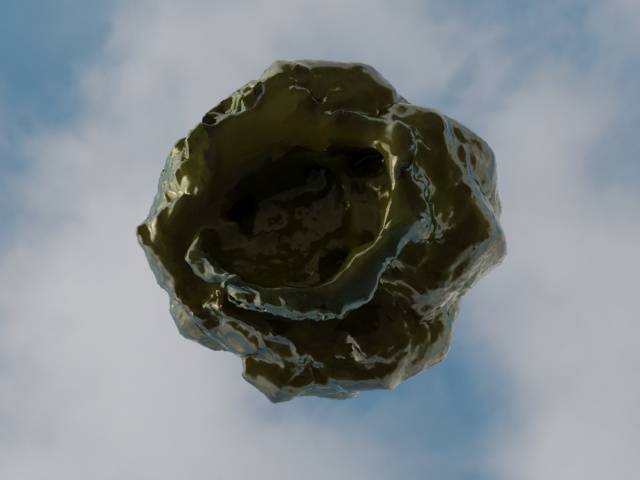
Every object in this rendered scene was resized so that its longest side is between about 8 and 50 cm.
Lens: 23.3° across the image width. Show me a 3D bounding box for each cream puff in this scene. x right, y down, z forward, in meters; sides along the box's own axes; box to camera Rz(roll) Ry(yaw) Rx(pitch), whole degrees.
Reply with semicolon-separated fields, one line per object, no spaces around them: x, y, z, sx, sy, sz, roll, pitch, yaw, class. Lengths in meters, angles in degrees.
-0.002;-0.001;1.158;0.282;0.185;0.282;3;-72;9;cream puff
